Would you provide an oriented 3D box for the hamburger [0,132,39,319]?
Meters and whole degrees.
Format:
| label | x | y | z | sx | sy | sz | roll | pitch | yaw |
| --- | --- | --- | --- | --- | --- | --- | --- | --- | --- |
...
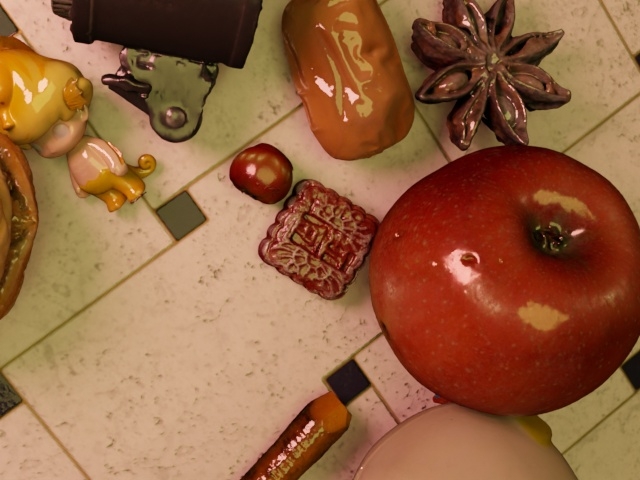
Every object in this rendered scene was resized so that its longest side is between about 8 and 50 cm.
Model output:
| label | x | y | z | sx | sy | sz | roll | pitch | yaw |
| --- | --- | --- | --- | --- | --- | --- | --- | --- | --- |
| hamburger | -0.466 | -0.015 | 0.924 | 0.319 | 0.158 | 0.318 | 0 | 91 | 13 |

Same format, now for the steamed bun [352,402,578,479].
| label | x | y | z | sx | sy | sz | roll | pitch | yaw |
| --- | --- | --- | --- | --- | --- | --- | --- | --- | --- |
| steamed bun | 0.199 | 0.396 | 1.078 | 0.334 | 0.334 | 0.374 | -27 | 104 | -11 |

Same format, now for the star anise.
| label | x | y | z | sx | sy | sz | roll | pitch | yaw |
| --- | --- | --- | --- | --- | --- | --- | --- | --- | --- |
| star anise | 0.216 | -0.231 | 1.138 | 0.223 | 0.109 | 0.236 | 47 | 70 | -7 |

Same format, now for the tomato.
| label | x | y | z | sx | sy | sz | roll | pitch | yaw |
| --- | --- | --- | --- | --- | --- | --- | --- | --- | --- |
| tomato | -0.074 | -0.089 | 1.087 | 0.087 | 0.087 | 0.075 | 33 | 84 | -14 |

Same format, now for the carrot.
| label | x | y | z | sx | sy | sz | roll | pitch | yaw |
| --- | --- | --- | --- | --- | --- | --- | --- | --- | --- |
| carrot | -0.082 | 0.331 | 1.130 | 0.314 | 0.066 | 0.066 | -44 | 103 | -5 |

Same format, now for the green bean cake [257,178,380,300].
| label | x | y | z | sx | sy | sz | roll | pitch | yaw |
| --- | --- | --- | --- | --- | --- | --- | --- | --- | --- |
| green bean cake | 0.000 | 0.000 | 1.126 | 0.135 | 0.056 | 0.135 | 31 | 86 | -15 |

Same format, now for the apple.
| label | x | y | z | sx | sy | sz | roll | pitch | yaw |
| --- | --- | --- | --- | --- | --- | --- | --- | --- | --- |
| apple | 0.233 | 0.045 | 1.037 | 0.348 | 0.277 | 0.348 | 6 | 61 | -11 |

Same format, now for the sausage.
| label | x | y | z | sx | sy | sz | roll | pitch | yaw |
| --- | --- | --- | --- | --- | --- | --- | --- | --- | --- |
| sausage | 0.035 | -0.224 | 1.084 | 0.136 | 0.120 | 0.241 | -20 | 98 | -23 |

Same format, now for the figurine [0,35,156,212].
| label | x | y | z | sx | sy | sz | roll | pitch | yaw |
| --- | --- | --- | --- | --- | --- | --- | --- | --- | --- |
| figurine | -0.315 | -0.140 | 1.012 | 0.156 | 0.131 | 0.246 | -23 | 121 | 28 |

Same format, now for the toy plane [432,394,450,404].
| label | x | y | z | sx | sy | sz | roll | pitch | yaw |
| --- | --- | --- | --- | --- | --- | --- | --- | --- | --- |
| toy plane | 0.240 | 0.167 | 1.197 | 0.130 | 0.061 | 0.189 | 31 | 82 | -13 |

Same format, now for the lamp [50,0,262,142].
| label | x | y | z | sx | sy | sz | roll | pitch | yaw |
| --- | --- | --- | --- | --- | --- | --- | --- | --- | --- |
| lamp | -0.181 | -0.328 | 0.976 | 0.272 | 0.205 | 0.374 | 27 | 98 | -18 |
